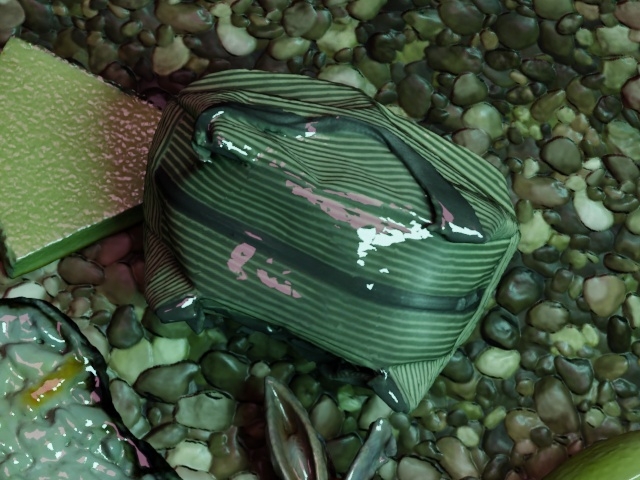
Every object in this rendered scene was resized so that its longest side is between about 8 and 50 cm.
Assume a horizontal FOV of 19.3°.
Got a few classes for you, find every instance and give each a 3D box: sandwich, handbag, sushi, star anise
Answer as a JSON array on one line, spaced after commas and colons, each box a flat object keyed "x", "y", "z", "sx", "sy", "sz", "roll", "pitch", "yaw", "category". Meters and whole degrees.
[{"x": -0.230, "y": -0.050, "z": 1.760, "sx": 0.245, "sy": 0.063, "sz": 0.212, "roll": 25, "pitch": 65, "yaw": 2, "category": "sandwich"}, {"x": 0.000, "y": 0.000, "z": 1.636, "sx": 0.340, "sy": 0.247, "sz": 0.240, "roll": 20, "pitch": 17, "yaw": -2, "category": "handbag"}, {"x": -0.232, "y": 0.219, "z": 1.558, "sx": 0.211, "sy": 0.171, "sz": 0.350, "roll": -25, "pitch": 71, "yaw": -20, "category": "sushi"}, {"x": 0.034, "y": 0.252, "z": 1.631, "sx": 0.257, "sy": 0.110, "sz": 0.198, "roll": 19, "pitch": 85, "yaw": 16, "category": "star anise"}]

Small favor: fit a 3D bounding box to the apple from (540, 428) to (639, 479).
[{"x": 0.281, "y": 0.300, "z": 1.555, "sx": 0.254, "sy": 0.292, "sz": 0.292, "roll": -8, "pitch": 65, "yaw": -21, "category": "apple"}]
